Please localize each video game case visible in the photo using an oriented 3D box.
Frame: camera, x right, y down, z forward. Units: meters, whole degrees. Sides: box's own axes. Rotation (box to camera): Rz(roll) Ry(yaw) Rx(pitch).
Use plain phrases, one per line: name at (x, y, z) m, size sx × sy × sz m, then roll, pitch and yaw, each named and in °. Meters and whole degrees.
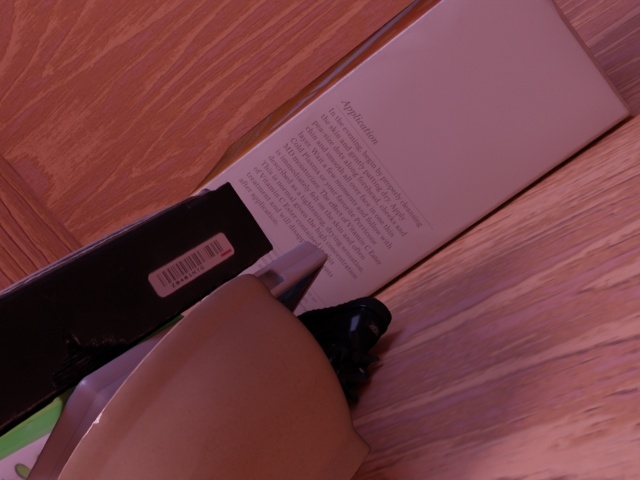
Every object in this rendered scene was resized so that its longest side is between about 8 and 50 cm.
video game case at (-0.103, 0.116, 0.589) m, size 0.204 × 0.025 × 0.285 m, roll -57°, pitch -11°, yaw 24°

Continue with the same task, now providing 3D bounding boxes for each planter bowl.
planter bowl at (-0.043, 0.113, 0.463) m, size 0.162 × 0.109 × 0.162 m, roll -52°, pitch -10°, yaw -12°

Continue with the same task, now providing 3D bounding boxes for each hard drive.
hard drive at (-0.210, 0.093, 0.590) m, size 0.339 × 0.064 × 0.237 m, roll -35°, pitch 0°, yaw 43°

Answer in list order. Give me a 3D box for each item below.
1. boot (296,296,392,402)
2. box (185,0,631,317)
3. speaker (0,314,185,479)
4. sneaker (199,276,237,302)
boot at (-0.006, 0.094, 0.657) m, size 0.121 × 0.045 × 0.099 m, roll -26°, pitch 20°, yaw 44°
box at (0.072, -0.097, 0.822) m, size 0.345 × 0.168 × 0.215 m, roll -36°, pitch 12°, yaw 16°
speaker at (-0.231, 0.170, 0.862) m, size 0.296 × 0.131 × 0.131 m, roll -31°, pitch 14°, yaw 36°
sneaker at (-0.091, 0.102, 0.846) m, size 0.057 × 0.075 × 0.161 m, roll -5°, pitch -34°, yaw -30°
